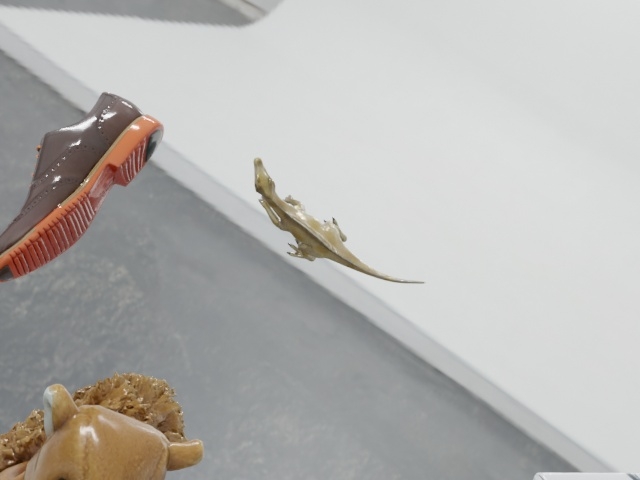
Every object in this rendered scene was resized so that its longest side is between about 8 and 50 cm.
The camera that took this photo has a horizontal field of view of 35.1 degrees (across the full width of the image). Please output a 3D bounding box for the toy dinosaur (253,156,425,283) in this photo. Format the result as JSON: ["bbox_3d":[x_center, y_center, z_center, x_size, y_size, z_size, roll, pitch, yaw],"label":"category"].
[{"bbox_3d":[0.000,0.000,0.905,0.183,0.053,0.092,37,-2,-8],"label":"toy dinosaur"}]

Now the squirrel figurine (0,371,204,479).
[{"bbox_3d":[-0.297,0.290,1.174,0.281,0.370,0.397,26,32,-14],"label":"squirrel figurine"}]

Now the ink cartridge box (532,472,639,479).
[{"bbox_3d":[0.282,0.296,0.876,0.237,0.172,0.100,5,24,-19],"label":"ink cartridge box"}]

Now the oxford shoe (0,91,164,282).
[{"bbox_3d":[-0.307,-0.065,1.197,0.098,0.097,0.271,37,66,7],"label":"oxford shoe"}]
